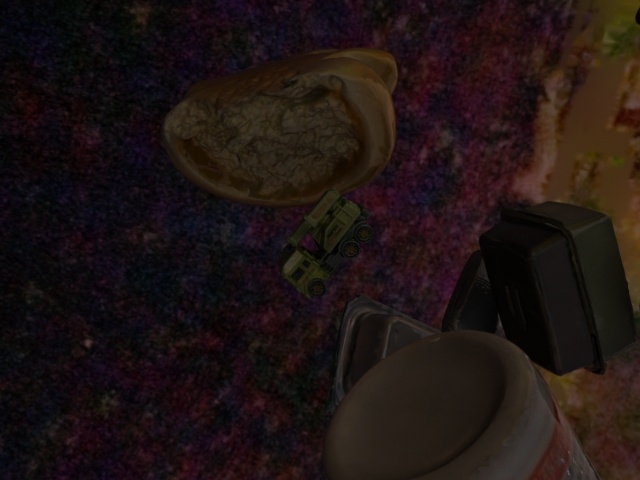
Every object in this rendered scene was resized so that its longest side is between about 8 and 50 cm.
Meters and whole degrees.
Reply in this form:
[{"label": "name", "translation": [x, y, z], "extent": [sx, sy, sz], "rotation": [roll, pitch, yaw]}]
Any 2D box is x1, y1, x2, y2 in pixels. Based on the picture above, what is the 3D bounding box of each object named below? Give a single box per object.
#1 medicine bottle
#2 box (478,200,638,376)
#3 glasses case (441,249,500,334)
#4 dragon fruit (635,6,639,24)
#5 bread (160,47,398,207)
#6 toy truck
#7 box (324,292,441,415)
[{"label": "medicine bottle", "translation": [0.177, 0.285, 0.616], "extent": [0.372, 0.211, 0.211], "rotation": [57, 47, -20]}, {"label": "box", "translation": [0.409, 0.080, 1.132], "extent": [0.166, 0.220, 0.291], "rotation": [-23, 106, -11]}, {"label": "glasses case", "translation": [0.297, 0.122, 1.223], "extent": [0.109, 0.067, 0.282], "rotation": [55, 40, -18]}, {"label": "dragon fruit", "translation": [0.579, -0.334, 1.045], "extent": [0.137, 0.135, 0.236], "rotation": [-43, 139, -45]}, {"label": "bread", "translation": [-0.076, -0.224, 1.158], "extent": [0.329, 0.423, 0.246], "rotation": [40, 46, -59]}, {"label": "toy truck", "translation": [0.000, 0.000, 1.014], "extent": [0.169, 0.100, 0.077], "rotation": [-49, -160, 10]}, {"label": "box", "translation": [0.186, 0.272, 1.346], "extent": [0.336, 0.106, 0.264], "rotation": [26, 64, -26]}]
